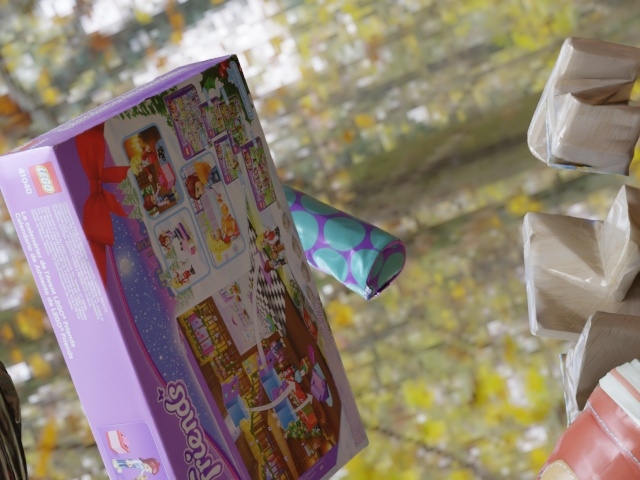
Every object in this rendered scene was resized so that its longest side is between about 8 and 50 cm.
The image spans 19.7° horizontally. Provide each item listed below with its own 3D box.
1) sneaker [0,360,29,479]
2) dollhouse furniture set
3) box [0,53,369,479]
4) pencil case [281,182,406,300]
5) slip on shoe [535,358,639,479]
[{"bbox_3d":[-0.156,0.246,0.580,0.202,0.185,0.482,-56,-20,-74],"label":"sneaker"},{"bbox_3d":[0.350,0.075,1.500,0.256,0.394,0.362,107,168,-49],"label":"dollhouse furniture set"},{"bbox_3d":[-0.082,0.047,1.190,0.201,0.057,0.293,-35,-70,-52],"label":"box"},{"bbox_3d":[0.000,0.000,1.702,0.064,0.152,0.070,-38,-32,-49],"label":"pencil case"},{"bbox_3d":[0.194,0.157,1.050,0.123,0.101,0.331,46,-178,26],"label":"slip on shoe"}]
